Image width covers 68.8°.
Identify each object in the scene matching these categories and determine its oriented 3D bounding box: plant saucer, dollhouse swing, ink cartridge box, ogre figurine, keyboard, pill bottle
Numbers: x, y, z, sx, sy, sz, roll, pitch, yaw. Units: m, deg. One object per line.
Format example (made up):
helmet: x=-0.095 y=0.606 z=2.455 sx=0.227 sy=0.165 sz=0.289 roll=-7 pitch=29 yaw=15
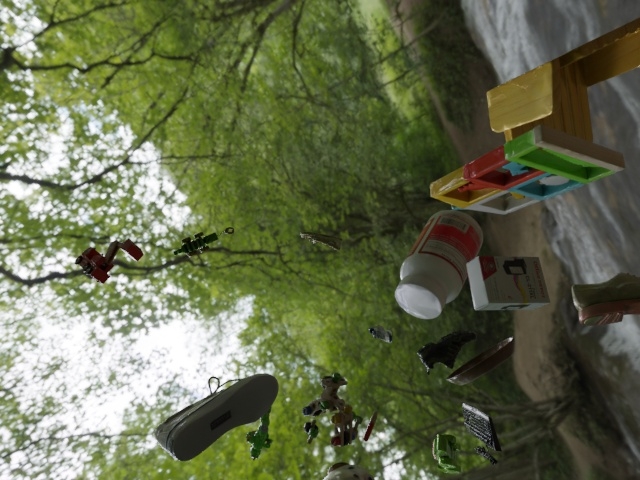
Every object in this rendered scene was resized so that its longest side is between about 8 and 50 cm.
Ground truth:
plant saucer: x=0.343 y=0.259 z=0.985 sx=0.029 sy=0.168 sz=0.168 roll=57 pitch=-168 yaw=16
dollhouse swing: x=0.669 y=-0.335 z=1.211 sx=0.304 sy=0.347 sz=0.315 roll=65 pitch=164 yaw=-7
ink cartridge box: x=0.479 y=0.108 z=1.197 sx=0.072 sy=0.175 sz=0.127 roll=117 pitch=152 yaw=-64
ogre figurine: x=-0.224 y=0.724 z=1.742 sx=0.097 sy=0.197 sz=0.118 roll=37 pitch=-174 yaw=-10
keyboard: x=0.592 y=0.719 z=1.719 sx=0.317 sy=0.033 sz=0.201 roll=84 pitch=172 yaw=-79
pill bottle: x=0.438 y=0.087 z=1.739 sx=0.229 sy=0.229 sz=0.407 roll=54 pitch=-130 yaw=-19

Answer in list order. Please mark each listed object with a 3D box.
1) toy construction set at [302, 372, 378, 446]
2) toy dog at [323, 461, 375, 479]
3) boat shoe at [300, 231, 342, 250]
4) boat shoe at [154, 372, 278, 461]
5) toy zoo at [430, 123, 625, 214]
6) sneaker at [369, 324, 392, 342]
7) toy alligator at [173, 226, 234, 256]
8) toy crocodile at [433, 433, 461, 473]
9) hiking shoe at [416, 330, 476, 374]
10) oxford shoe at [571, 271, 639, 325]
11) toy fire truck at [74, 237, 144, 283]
toy construction set: x=0.097 y=0.692 z=1.937 sx=0.309 sy=0.237 sz=0.257 roll=19 pitch=-172 yaw=-17
toy dog: x=0.039 y=0.947 z=1.550 sx=0.285 sy=0.408 sz=0.395 roll=23 pitch=151 yaw=43
boat shoe: x=0.001 y=0.000 z=1.693 sx=0.056 sy=0.153 sz=0.048 roll=-119 pitch=40 yaw=-85
boat shoe: x=-0.287 y=0.459 z=1.285 sx=0.367 sy=0.157 sz=0.135 roll=-22 pitch=-68 yaw=-47
toy zoo: x=0.335 y=-0.104 z=0.829 sx=0.192 sy=0.293 sz=0.030 roll=10 pitch=-109 yaw=-25
sneaker: x=0.239 y=0.378 z=1.865 sx=0.135 sy=0.058 sz=0.052 roll=-169 pitch=79 yaw=-66
toy alligator: x=-0.343 y=0.002 z=1.370 sx=0.051 sy=0.190 sz=0.056 roll=-158 pitch=46 yaw=-79
toy crocodile: x=0.506 y=0.866 z=1.894 sx=0.340 sy=0.105 sz=0.115 roll=58 pitch=-146 yaw=-48
hiking shoe: x=0.479 y=0.412 z=1.729 sx=0.114 sy=0.227 sz=0.086 roll=67 pitch=-171 yaw=8
oxford shoe: x=0.993 y=0.151 z=1.443 sx=0.140 sy=0.397 sz=0.146 roll=63 pitch=-162 yaw=-54
toy fire truck: x=-0.564 y=0.043 z=1.242 sx=0.192 sy=0.135 sz=0.047 roll=21 pitch=156 yaw=44
